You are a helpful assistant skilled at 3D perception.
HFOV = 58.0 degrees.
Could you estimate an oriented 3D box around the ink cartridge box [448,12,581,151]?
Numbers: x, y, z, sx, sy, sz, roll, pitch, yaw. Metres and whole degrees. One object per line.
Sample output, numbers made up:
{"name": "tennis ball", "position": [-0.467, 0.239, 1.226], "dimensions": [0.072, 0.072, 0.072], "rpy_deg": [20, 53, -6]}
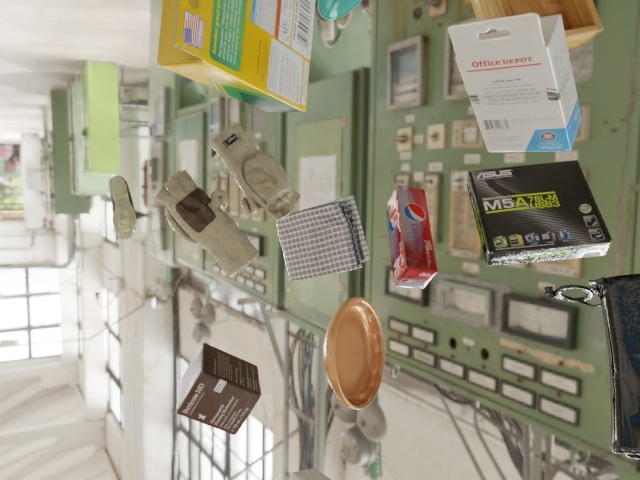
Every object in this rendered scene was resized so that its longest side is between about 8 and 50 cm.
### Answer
{"name": "ink cartridge box", "position": [0.225, -0.187, 0.656], "dimensions": [0.104, 0.180, 0.060], "rpy_deg": [7, -127, 39]}

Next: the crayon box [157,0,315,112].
{"name": "crayon box", "position": [-0.121, -0.320, 0.826], "dimensions": [0.083, 0.203, 0.323], "rpy_deg": [5, 180, 26]}

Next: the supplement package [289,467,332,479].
{"name": "supplement package", "position": [-0.037, 0.696, 1.479], "dimensions": [0.105, 0.180, 0.105], "rpy_deg": [21, -179, 38]}

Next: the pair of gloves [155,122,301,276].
{"name": "pair of gloves", "position": [-0.162, -0.075, 1.047], "dimensions": [0.240, 0.204, 0.042], "rpy_deg": [-52, -170, -30]}

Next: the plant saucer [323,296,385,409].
{"name": "plant saucer", "position": [0.060, 0.203, 1.050], "dimensions": [0.037, 0.200, 0.200], "rpy_deg": [-6, -178, 30]}

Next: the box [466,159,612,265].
{"name": "box", "position": [0.354, -0.049, 0.958], "dimensions": [0.190, 0.184, 0.045], "rpy_deg": [-5, 144, 5]}

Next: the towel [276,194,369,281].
{"name": "towel", "position": [0.000, 0.000, 1.881], "dimensions": [0.283, 0.235, 0.121], "rpy_deg": [-14, 179, 31]}

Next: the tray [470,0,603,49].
{"name": "tray", "position": [0.357, -0.548, 1.083], "dimensions": [0.202, 0.411, 0.076], "rpy_deg": [-15, 174, -15]}

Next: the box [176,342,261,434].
{"name": "box", "position": [-0.314, 0.459, 1.788], "dimensions": [0.203, 0.169, 0.167], "rpy_deg": [27, -166, -19]}

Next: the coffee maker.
{"name": "coffee maker", "position": [0.335, 0.132, 0.593], "dimensions": [0.120, 0.179, 0.171], "rpy_deg": [19, 158, -31]}

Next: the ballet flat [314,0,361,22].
{"name": "ballet flat", "position": [0.089, -0.658, 1.323], "dimensions": [0.116, 0.342, 0.124], "rpy_deg": [26, -163, -36]}

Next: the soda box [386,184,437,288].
{"name": "soda box", "position": [0.228, -0.012, 1.468], "dimensions": [0.083, 0.264, 0.092], "rpy_deg": [8, 144, -13]}

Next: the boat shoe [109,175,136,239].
{"name": "boat shoe", "position": [-0.423, -0.071, 1.234], "dimensions": [0.049, 0.137, 0.043], "rpy_deg": [-12, -175, -15]}
